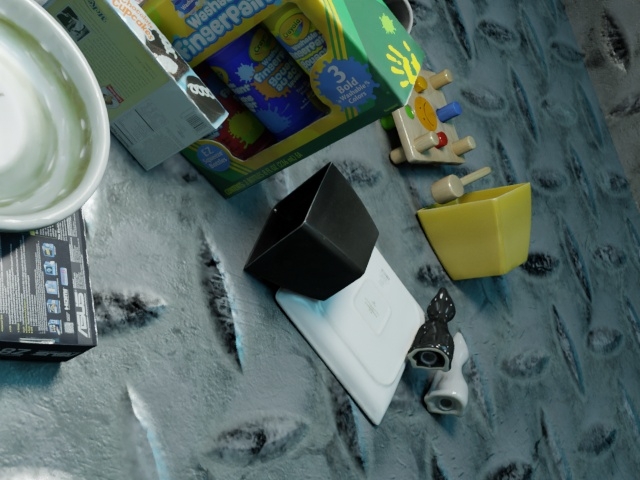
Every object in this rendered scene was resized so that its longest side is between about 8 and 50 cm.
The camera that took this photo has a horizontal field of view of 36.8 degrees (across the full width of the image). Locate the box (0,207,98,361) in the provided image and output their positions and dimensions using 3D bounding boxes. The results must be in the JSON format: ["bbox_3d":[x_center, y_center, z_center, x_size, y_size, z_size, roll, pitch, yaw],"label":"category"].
[{"bbox_3d":[-0.483,-0.033,1.349,0.318,0.097,0.394,11,62,-49],"label":"box"}]

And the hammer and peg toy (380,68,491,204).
[{"bbox_3d":[0.268,-0.254,2.349,0.266,0.127,0.361,-5,74,-53],"label":"hammer and peg toy"}]

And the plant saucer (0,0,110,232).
[{"bbox_3d":[-0.474,-0.182,1.289,0.400,0.101,0.400,27,50,-37],"label":"plant saucer"}]

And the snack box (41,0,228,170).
[{"bbox_3d":[-0.325,-0.282,1.600,0.322,0.187,0.060,50,39,-19],"label":"snack box"}]

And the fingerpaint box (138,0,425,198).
[{"bbox_3d":[-0.114,-0.315,1.660,0.371,0.445,0.163,47,41,-23],"label":"fingerpaint box"}]

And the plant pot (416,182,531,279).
[{"bbox_3d":[0.387,-0.016,2.310,0.212,0.212,0.187,-21,100,-53],"label":"plant pot"}]

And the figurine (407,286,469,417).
[{"bbox_3d":[0.273,0.240,2.086,0.209,0.092,0.214,-66,142,-50],"label":"figurine"}]

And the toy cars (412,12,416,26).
[{"bbox_3d":[0.150,-0.617,2.388,0.176,0.087,0.393,56,12,-36],"label":"toy cars"}]

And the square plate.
[{"bbox_3d":[0.087,0.139,1.978,0.347,0.049,0.344,53,39,-16],"label":"square plate"}]

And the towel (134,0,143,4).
[{"bbox_3d":[-0.386,-0.534,1.803,0.144,0.029,0.197,26,49,-40],"label":"towel"}]

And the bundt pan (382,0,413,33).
[{"bbox_3d":[0.026,-0.470,2.082,0.331,0.124,0.330,-5,103,-20],"label":"bundt pan"}]

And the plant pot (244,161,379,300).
[{"bbox_3d":[0.000,0.000,1.812,0.167,0.188,0.187,39,43,-16],"label":"plant pot"}]
